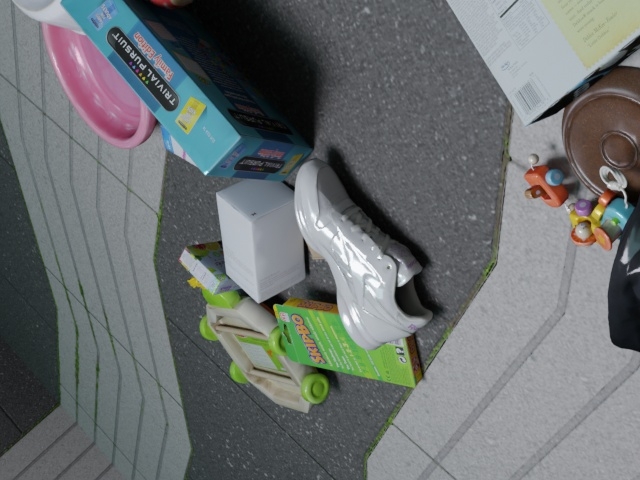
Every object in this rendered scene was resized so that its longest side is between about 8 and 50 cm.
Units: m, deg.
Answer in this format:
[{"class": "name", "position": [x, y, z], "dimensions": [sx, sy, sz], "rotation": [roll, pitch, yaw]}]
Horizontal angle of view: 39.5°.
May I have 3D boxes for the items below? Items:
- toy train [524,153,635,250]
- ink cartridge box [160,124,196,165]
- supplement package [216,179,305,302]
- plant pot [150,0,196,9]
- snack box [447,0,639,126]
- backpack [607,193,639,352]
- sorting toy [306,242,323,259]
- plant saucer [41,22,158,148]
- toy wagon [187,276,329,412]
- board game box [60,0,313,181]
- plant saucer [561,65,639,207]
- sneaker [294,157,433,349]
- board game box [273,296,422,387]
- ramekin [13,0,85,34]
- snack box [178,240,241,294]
[{"class": "toy train", "position": [0.283, -0.036, 0.980], "dimensions": [0.125, 0.046, 0.166], "rotation": [49, 170, -16]}, {"class": "ink cartridge box", "position": [-0.198, -0.172, 1.515], "dimensions": [0.122, 0.088, 0.052], "rotation": [30, 138, 36]}, {"class": "supplement package", "position": [-0.098, -0.006, 1.502], "dimensions": [0.105, 0.105, 0.179], "rotation": [39, 145, 39]}, {"class": "plant pot", "position": [-0.216, -0.432, 1.234], "dimensions": [0.174, 0.191, 0.191], "rotation": [43, 146, 4]}, {"class": "snack box", "position": [0.255, -0.266, 0.839], "dimensions": [0.187, 0.060, 0.322], "rotation": [60, 148, 8]}, {"class": "backpack", "position": [0.427, 0.112, 0.769], "dimensions": [0.355, 0.273, 0.290], "rotation": [22, 167, 26]}, {"class": "sorting toy", "position": [0.000, 0.000, 1.469], "dimensions": [0.083, 0.012, 0.062], "rotation": [-5, 108, 58]}, {"class": "plant saucer", "position": [-0.390, -0.334, 1.641], "dimensions": [0.332, 0.084, 0.332], "rotation": [34, 141, 33]}, {"class": "toy wagon", "position": [-0.127, 0.186, 1.693], "dimensions": [0.267, 0.068, 0.344], "rotation": [2, 130, 52]}, {"class": "board game box", "position": [-0.188, -0.234, 1.305], "dimensions": [0.079, 0.254, 0.336], "rotation": [-45, 76, 17]}, {"class": "plant saucer", "position": [0.321, -0.099, 0.940], "dimensions": [0.168, 0.029, 0.168], "rotation": [33, 140, 32]}, {"class": "sneaker", "position": [0.069, 0.008, 1.327], "dimensions": [0.152, 0.114, 0.305], "rotation": [-20, 100, 35]}, {"class": "board game box", "position": [0.041, 0.166, 1.487], "dimensions": [0.259, 0.039, 0.124], "rotation": [5, 122, 33]}, {"class": "ramekin", "position": [-0.402, -0.463, 1.415], "dimensions": [0.273, 0.127, 0.273], "rotation": [7, 102, 39]}, {"class": "snack box", "position": [-0.174, 0.046, 1.623], "dimensions": [0.100, 0.141, 0.037], "rotation": [43, 118, 22]}]
